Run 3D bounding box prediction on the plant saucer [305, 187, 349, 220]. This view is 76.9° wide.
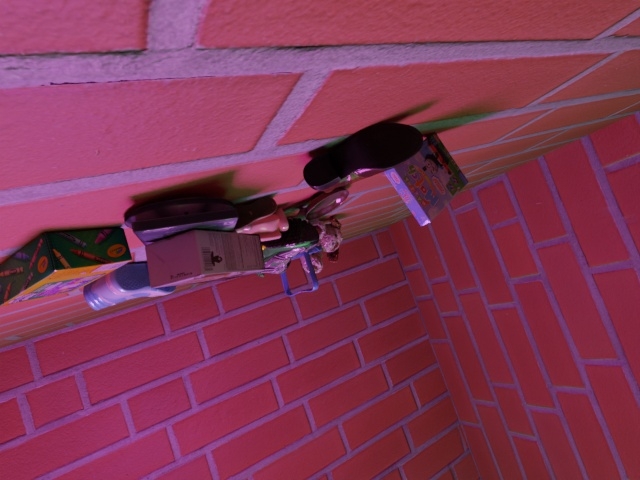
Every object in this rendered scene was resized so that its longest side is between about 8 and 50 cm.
[{"bbox_3d":[0.017,-0.124,1.320,0.168,0.029,0.168,-31,167,-8],"label":"plant saucer"}]

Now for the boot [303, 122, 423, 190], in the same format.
[{"bbox_3d":[0.106,-0.173,0.953,0.264,0.096,0.280,-27,177,11],"label":"boot"}]

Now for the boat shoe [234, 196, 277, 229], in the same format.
[{"bbox_3d":[-0.203,-0.064,1.079,0.178,0.064,0.060,-20,174,-21],"label":"boat shoe"}]

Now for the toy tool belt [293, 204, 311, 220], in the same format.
[{"bbox_3d":[-0.058,-0.095,1.394,0.051,0.052,0.083,-64,-166,-15],"label":"toy tool belt"}]

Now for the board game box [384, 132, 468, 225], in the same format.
[{"bbox_3d":[0.268,-0.156,1.000,0.211,0.160,0.039,-40,-173,-34],"label":"board game box"}]

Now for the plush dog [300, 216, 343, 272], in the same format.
[{"bbox_3d":[0.000,0.000,1.909,0.225,0.263,0.210,-6,-157,-27],"label":"plush dog"}]

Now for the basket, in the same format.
[{"bbox_3d":[-0.112,0.070,1.586,0.201,0.289,0.254,-18,176,-34],"label":"basket"}]

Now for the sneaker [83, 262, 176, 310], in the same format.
[{"bbox_3d":[-0.671,0.160,1.402,0.208,0.127,0.319,-23,165,13],"label":"sneaker"}]

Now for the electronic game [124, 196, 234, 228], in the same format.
[{"bbox_3d":[-0.303,-0.055,0.882,0.229,0.048,0.229,-11,173,-1],"label":"electronic game"}]

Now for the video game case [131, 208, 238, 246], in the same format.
[{"bbox_3d":[-0.294,-0.017,0.901,0.196,0.026,0.274,-9,173,-18],"label":"video game case"}]

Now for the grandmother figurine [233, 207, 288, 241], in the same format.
[{"bbox_3d":[-0.261,-0.017,1.181,0.342,0.104,0.208,-18,172,-35],"label":"grandmother figurine"}]

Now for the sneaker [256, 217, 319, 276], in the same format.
[{"bbox_3d":[-0.132,0.031,1.389,0.343,0.146,0.134,-19,-144,38],"label":"sneaker"}]

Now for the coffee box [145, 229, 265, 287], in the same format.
[{"bbox_3d":[-0.255,0.042,0.934,0.141,0.098,0.246,-14,173,21],"label":"coffee box"}]

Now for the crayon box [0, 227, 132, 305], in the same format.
[{"bbox_3d":[-0.574,0.059,0.887,0.278,0.081,0.165,-22,174,30],"label":"crayon box"}]

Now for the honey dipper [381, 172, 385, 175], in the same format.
[{"bbox_3d":[0.244,-0.224,1.275,0.030,0.031,0.160,-24,175,42],"label":"honey dipper"}]
